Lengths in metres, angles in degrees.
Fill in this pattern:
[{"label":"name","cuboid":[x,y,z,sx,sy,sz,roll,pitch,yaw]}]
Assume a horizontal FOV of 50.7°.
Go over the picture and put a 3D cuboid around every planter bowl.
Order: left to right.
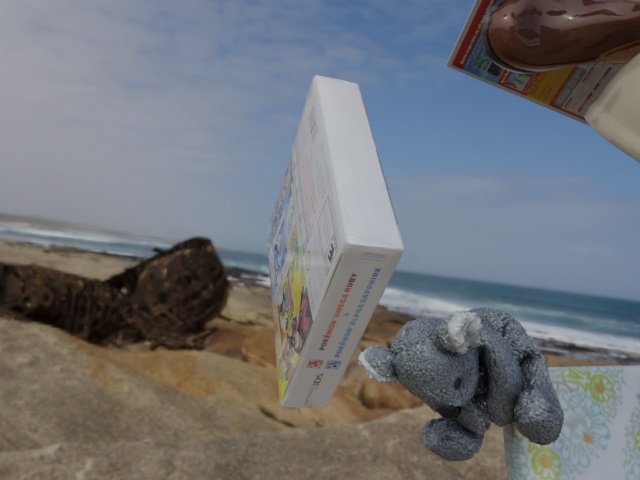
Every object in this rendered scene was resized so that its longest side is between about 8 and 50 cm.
[{"label":"planter bowl","cuboid":[0.312,-0.111,0.536,0.162,0.109,0.162,18,29,-10]}]

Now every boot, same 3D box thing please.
[{"label":"boot","cuboid":[0.339,-0.222,0.672,0.264,0.096,0.280,2,6,-22]}]

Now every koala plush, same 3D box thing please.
[{"label":"koala plush","cuboid":[0.169,0.162,0.879,0.221,0.203,0.196,25,-40,-39]}]

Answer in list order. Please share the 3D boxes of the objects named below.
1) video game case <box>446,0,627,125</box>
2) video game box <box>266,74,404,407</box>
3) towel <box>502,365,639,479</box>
[{"label":"video game case","cuboid":[0.347,-0.274,0.961,0.285,0.025,0.204,23,-34,2]},{"label":"video game box","cuboid":[0.000,0.000,0.551,0.048,0.187,0.205,9,42,-17]},{"label":"towel","cuboid":[0.443,0.348,0.997,0.374,0.320,0.090,3,-19,-17]}]
